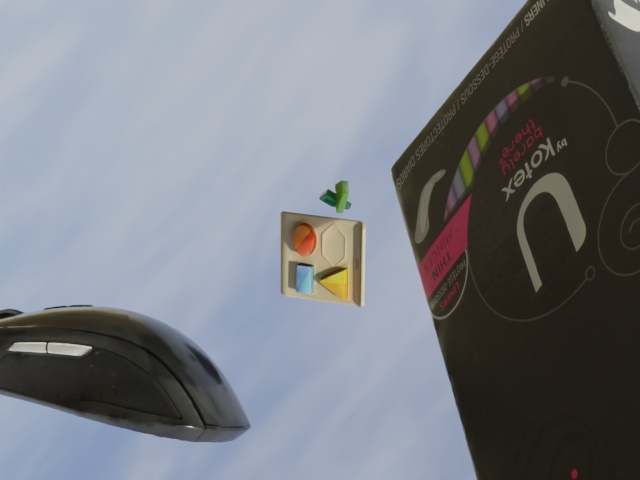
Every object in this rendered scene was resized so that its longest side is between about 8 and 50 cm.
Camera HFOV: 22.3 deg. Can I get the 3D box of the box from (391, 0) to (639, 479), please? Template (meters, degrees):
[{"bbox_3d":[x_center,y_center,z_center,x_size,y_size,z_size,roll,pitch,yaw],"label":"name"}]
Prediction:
[{"bbox_3d":[0.154,0.029,0.732,0.165,0.143,0.270,-53,-143,36],"label":"box"}]

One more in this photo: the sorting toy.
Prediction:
[{"bbox_3d":[0.000,0.000,1.027,0.062,0.083,0.012,9,-160,25],"label":"sorting toy"}]

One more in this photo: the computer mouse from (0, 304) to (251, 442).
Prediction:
[{"bbox_3d":[-0.174,0.056,0.898,0.262,0.184,0.060,12,-90,24],"label":"computer mouse"}]
